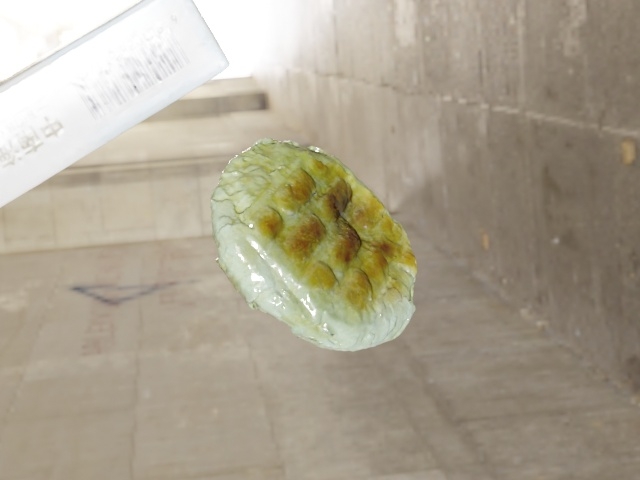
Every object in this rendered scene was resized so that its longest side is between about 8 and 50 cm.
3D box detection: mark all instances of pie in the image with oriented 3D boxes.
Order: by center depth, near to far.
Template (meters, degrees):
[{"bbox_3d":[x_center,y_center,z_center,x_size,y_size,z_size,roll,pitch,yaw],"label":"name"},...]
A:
[{"bbox_3d":[0.000,0.000,1.386,0.071,0.306,0.306,-35,52,37],"label":"pie"}]

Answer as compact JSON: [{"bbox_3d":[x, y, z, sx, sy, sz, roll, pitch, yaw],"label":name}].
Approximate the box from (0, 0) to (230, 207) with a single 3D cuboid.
[{"bbox_3d":[-0.184,-0.081,0.772,0.067,0.242,0.155,58,177,-13],"label":"box"}]
